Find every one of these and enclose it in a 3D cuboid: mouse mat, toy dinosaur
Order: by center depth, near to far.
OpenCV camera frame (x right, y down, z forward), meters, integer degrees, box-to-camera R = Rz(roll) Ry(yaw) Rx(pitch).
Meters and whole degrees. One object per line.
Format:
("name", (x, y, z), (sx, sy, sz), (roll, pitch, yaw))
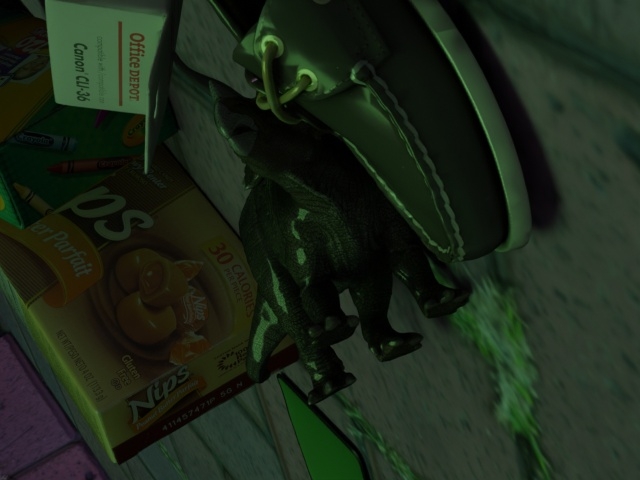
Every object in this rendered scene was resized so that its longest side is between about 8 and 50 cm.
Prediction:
("toy dinosaur", (0.000, 0.000, 0.853), (0.313, 0.121, 0.160), (95, 155, -68))
("mouse mat", (0.017, 0.222, 1.275), (0.152, 0.007, 0.189), (40, 154, 50))

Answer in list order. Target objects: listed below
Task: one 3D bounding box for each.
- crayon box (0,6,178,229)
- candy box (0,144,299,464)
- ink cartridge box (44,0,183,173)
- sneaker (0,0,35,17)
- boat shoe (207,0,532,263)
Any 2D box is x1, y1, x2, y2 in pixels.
("crayon box", (-0.275, -0.116, 1.227), (0.278, 0.165, 0.081), (22, 139, 45))
("candy box", (-0.178, 0.020, 1.220), (0.316, 0.183, 0.087), (49, 158, 35))
("ink cartridge box", (-0.111, -0.150, 0.787), (0.115, 0.067, 0.198), (105, 171, -65))
("sneaker", (-0.293, -0.202, 1.395), (0.077, 0.072, 0.178), (10, 151, 51))
("boat shoe", (-0.007, -0.111, 0.684), (0.305, 0.091, 0.109), (59, 163, 10))
